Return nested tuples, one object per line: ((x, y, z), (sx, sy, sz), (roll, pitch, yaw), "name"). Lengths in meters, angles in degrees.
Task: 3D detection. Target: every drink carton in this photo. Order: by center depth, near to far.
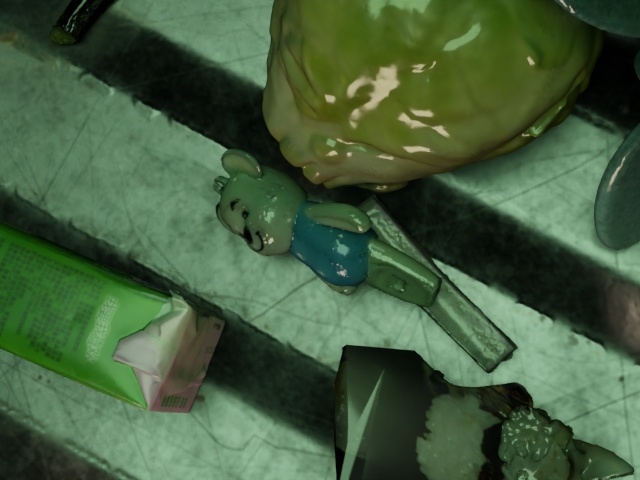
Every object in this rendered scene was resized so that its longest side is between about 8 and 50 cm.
((-0.236, 0.061, 1.351), (0.271, 0.161, 0.108), (21, 86, 10), "drink carton")

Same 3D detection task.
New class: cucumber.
((-0.219, -0.246, 1.452), (0.135, 0.033, 0.034), (-52, 47, -2), "cucumber")

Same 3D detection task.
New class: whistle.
((0.000, 0.000, 1.351), (0.235, 0.114, 0.077), (28, 50, 14), "whistle")

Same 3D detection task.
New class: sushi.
((0.137, 0.180, 1.326), (0.272, 0.109, 0.134), (9, 80, -6), "sushi")

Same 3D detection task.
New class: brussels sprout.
((0.088, -0.196, 1.309), (0.316, 0.243, 0.274), (-18, 108, 8), "brussels sprout")

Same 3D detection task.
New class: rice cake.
((0.100, 0.040, 1.371), (0.047, 0.036, 0.207), (-44, 79, -3), "rice cake")

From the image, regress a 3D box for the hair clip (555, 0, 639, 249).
((0.376, -0.154, 1.177), (0.318, 0.392, 0.238), (-31, 38, -12), "hair clip")
